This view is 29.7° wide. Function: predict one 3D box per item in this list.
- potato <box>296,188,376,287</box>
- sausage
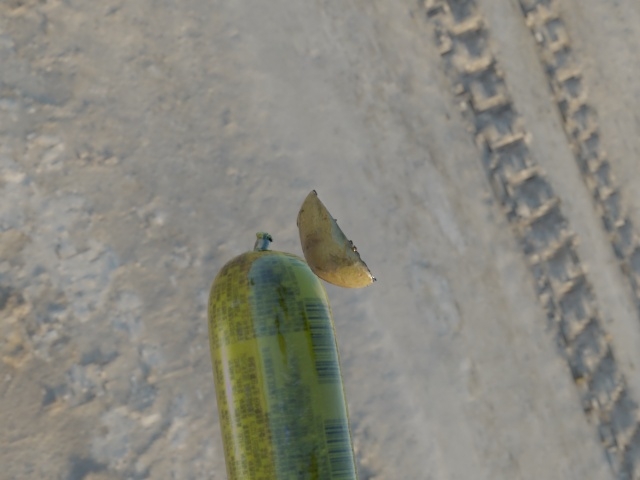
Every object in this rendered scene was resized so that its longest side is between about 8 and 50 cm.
[{"bbox_3d":[0.000,0.000,0.890,0.093,0.036,0.037,55,-2,35],"label":"potato"},{"bbox_3d":[-0.035,0.159,1.137,0.123,0.123,0.347,14,64,-59],"label":"sausage"}]
